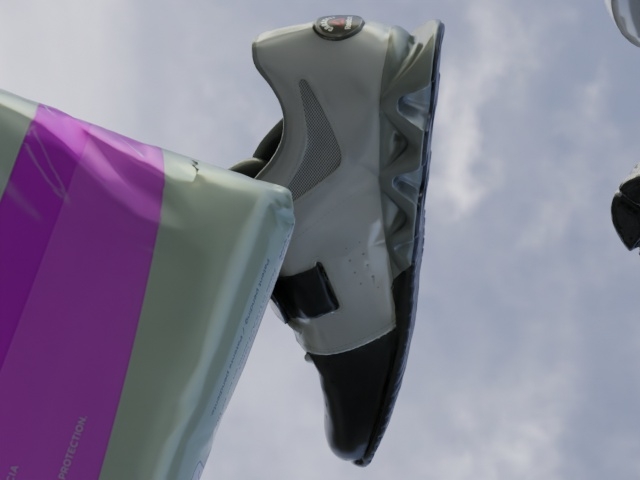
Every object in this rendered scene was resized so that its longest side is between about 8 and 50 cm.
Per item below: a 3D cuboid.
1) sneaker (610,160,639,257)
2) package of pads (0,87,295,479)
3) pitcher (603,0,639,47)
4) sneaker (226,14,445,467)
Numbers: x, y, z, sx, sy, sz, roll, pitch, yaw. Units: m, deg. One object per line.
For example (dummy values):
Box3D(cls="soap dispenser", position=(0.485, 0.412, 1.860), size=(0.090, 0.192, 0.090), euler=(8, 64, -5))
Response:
Box3D(cls="sneaker", position=(0.254, -0.012, 0.924), size=(0.208, 0.094, 0.081), euler=(23, -47, 4))
Box3D(cls="package of pads", position=(-0.182, 0.049, 0.497), size=(0.296, 0.101, 0.229), euler=(20, -107, -5))
Box3D(cls="pitcher", position=(0.290, -0.179, 1.330), size=(0.177, 0.207, 0.125), euler=(14, -74, 3))
Box3D(cls="sneaker", position=(0.000, 0.000, 1.273), size=(0.146, 0.122, 0.330), euler=(5, -65, 5))
